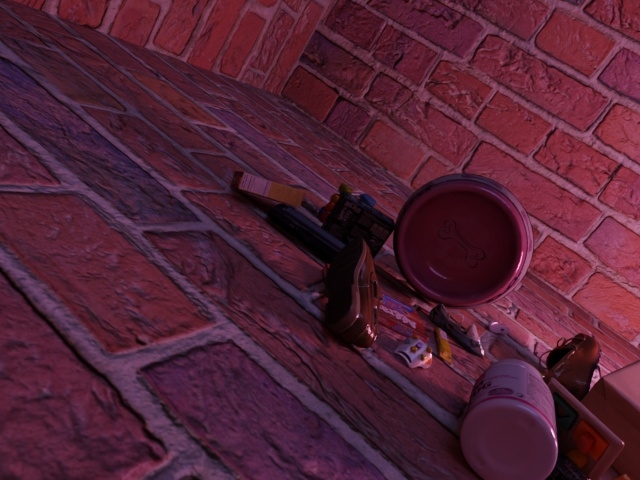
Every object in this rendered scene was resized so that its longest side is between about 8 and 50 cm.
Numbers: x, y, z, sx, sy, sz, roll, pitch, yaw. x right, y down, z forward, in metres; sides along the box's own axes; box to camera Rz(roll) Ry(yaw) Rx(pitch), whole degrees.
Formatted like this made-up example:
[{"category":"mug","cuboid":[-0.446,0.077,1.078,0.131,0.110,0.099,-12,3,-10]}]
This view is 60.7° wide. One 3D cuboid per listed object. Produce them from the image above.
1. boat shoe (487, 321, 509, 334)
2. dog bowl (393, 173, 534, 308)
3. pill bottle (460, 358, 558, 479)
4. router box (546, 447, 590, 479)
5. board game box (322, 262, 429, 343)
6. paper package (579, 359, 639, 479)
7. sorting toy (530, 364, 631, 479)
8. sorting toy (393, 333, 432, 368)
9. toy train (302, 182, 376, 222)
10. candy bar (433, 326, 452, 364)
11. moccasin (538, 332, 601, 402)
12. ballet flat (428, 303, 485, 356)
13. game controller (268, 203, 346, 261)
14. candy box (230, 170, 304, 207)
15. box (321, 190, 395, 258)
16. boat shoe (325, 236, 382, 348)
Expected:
[{"category":"boat shoe","cuboid":[0.572,0.283,1.779,0.100,0.035,0.035,16,-3,-34]},{"category":"dog bowl","cuboid":[0.398,0.008,1.564,0.408,0.408,0.150,36,12,12]},{"category":"pill bottle","cuboid":[0.367,0.336,1.056,0.160,0.160,0.283,37,17,14]},{"category":"router box","cuboid":[0.479,0.459,1.123,0.092,0.038,0.122,14,25,-44]},{"category":"board game box","cuboid":[0.134,0.157,1.362,0.281,0.027,0.145,28,19,-16]},{"category":"paper package","cuboid":[0.858,0.485,1.409,0.325,0.168,0.309,1,35,-43]},{"category":"sorting toy","cuboid":[0.527,0.415,1.159,0.047,0.196,0.347,-22,45,-22]},{"category":"sorting toy","cuboid":[0.202,0.252,1.218,0.075,0.044,0.083,-19,51,-44]},{"category":"toy train","cuboid":[0.048,-0.129,1.788,0.248,0.143,0.105,32,17,-4]},{"category":"candy bar","cuboid":[0.313,0.264,1.395,0.040,0.018,0.161,35,17,-4]},{"category":"moccasin","cuboid":[0.747,0.370,1.654,0.147,0.139,0.380,29,32,24]},{"category":"ballet flat","cuboid":[0.389,0.243,1.509,0.188,0.070,0.070,37,18,11]},{"category":"game controller","cuboid":[0.000,0.000,1.525,0.319,0.067,0.166,35,3,7]},{"category":"candy box","cuboid":[-0.152,-0.146,1.556,0.187,0.053,0.109,18,2,-23]},{"category":"box","cuboid":[0.110,-0.039,1.646,0.180,0.147,0.077,29,18,-8]},{"category":"boat shoe","cuboid":[0.078,0.116,1.221,0.104,0.111,0.307,43,33,-20]}]
